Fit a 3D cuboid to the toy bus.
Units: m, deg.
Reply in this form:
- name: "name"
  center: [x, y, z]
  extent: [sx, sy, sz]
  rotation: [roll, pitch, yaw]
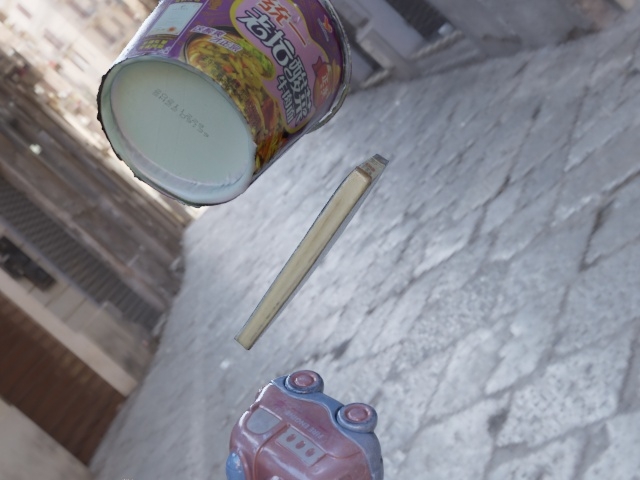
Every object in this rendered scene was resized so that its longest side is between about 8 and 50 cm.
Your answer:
- name: "toy bus"
  center: [-0.039, 0.384, 1.665]
  extent: [0.232, 0.294, 0.197]
  rotation: [-26, -52, -36]

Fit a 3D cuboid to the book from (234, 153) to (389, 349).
- name: "book"
  center: [0.000, 0.000, 1.479]
  extent: [0.300, 0.039, 0.428]
  rotation: [-55, -2, 11]

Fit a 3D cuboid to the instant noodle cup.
- name: "instant noodle cup"
  center: [-0.156, -0.225, 1.386]
  extent: [0.340, 0.340, 0.266]
  rotation: [-40, 12, 45]
